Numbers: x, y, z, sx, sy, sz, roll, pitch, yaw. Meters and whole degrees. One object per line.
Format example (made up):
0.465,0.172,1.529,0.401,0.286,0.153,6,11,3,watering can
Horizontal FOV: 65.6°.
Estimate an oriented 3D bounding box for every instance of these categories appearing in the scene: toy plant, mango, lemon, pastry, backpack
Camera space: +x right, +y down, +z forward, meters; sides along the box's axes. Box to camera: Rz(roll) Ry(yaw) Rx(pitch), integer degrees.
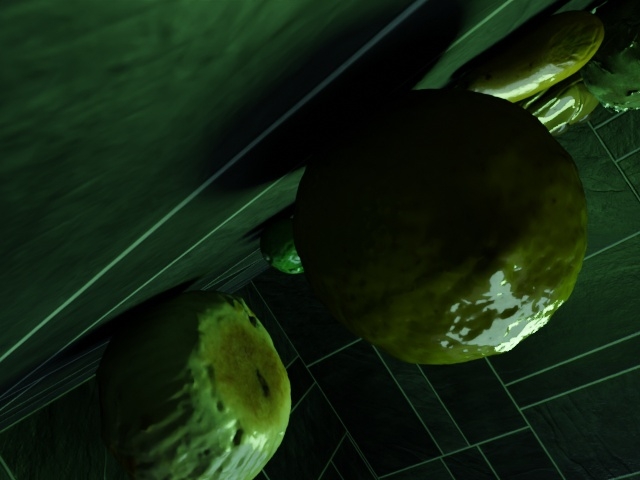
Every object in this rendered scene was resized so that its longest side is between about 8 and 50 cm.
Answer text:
-0.004,0.006,0.903,0.234,0.176,0.218,-1,176,9,toy plant
0.254,-0.214,0.604,0.190,0.075,0.098,-29,164,3,mango
0.099,-0.016,0.474,0.253,0.254,0.310,-33,-165,-5,lemon
-0.248,0.291,0.952,0.312,0.389,0.388,-30,180,18,pastry
0.651,-0.384,1.479,0.353,0.201,0.378,-27,172,-42,backpack

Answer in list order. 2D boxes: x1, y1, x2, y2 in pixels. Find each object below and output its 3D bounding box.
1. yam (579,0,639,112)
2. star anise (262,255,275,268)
0.542,-0.325,0.685,0.241,0.241,0.348,-33,-179,-9,yam
-0.036,0.013,1.241,0.220,0.126,0.190,-28,172,-44,star anise
